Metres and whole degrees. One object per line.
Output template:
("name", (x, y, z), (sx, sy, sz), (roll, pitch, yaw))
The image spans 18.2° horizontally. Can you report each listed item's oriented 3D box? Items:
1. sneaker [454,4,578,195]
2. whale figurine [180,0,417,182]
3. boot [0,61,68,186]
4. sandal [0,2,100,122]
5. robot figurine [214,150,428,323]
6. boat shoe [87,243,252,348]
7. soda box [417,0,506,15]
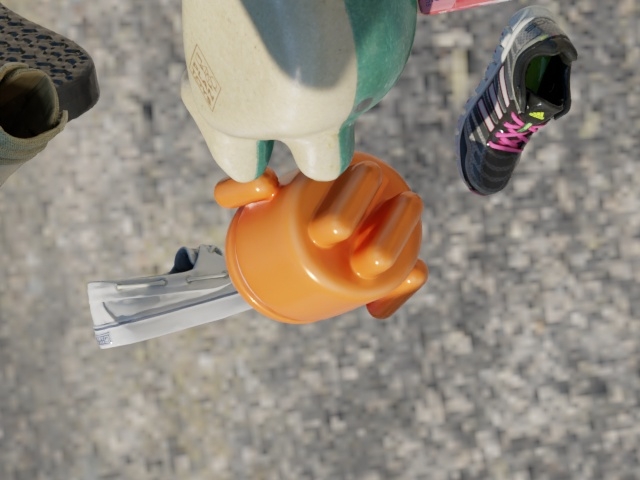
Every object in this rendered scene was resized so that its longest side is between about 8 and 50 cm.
("sneaker", (0.168, -0.110, 1.685), (0.075, 0.063, 0.170), (45, 118, 55))
("whale figurine", (-0.021, -0.144, 1.430), (0.216, 0.141, 0.272), (60, 156, 14))
("boot", (-0.257, -0.072, 1.518), (0.165, 0.213, 0.077), (-41, 98, 22))
("sandal", (-0.370, -0.179, 1.996), (0.446, 0.167, 0.107), (37, 141, 48))
("robot figurine", (0.001, 0.002, 1.643), (0.219, 0.158, 0.128), (-23, 72, 62))
("boat shoe", (-0.128, 0.045, 2.150), (0.095, 0.258, 0.084), (-10, 96, 58))
("soda box", (0.089, -0.303, 1.478), (0.083, 0.092, 0.263), (-125, 24, -81))
